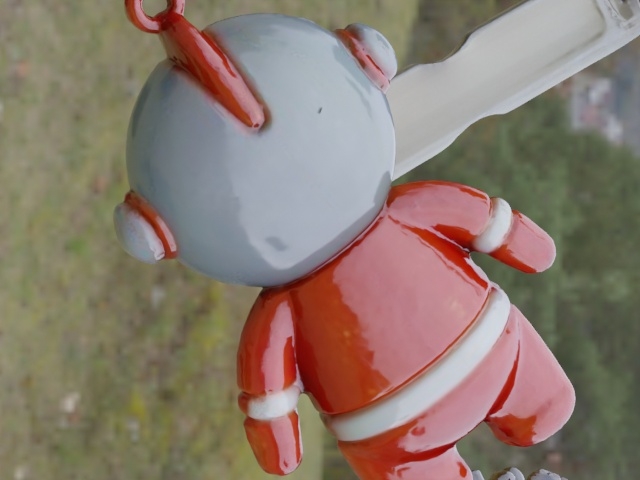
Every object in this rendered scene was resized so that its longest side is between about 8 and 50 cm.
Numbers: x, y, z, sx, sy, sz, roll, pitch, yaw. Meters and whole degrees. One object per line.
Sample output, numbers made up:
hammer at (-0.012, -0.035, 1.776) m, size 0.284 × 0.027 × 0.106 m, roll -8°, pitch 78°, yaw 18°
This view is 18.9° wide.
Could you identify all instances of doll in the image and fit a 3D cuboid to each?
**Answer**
doll at (0.000, 0.000, 1.010) m, size 0.336 × 0.200 × 0.105 m, roll 53°, pitch -5°, yaw -21°

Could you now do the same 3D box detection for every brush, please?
brush at (0.069, -0.088, 1.223) m, size 0.060 × 0.321 × 0.050 m, roll 63°, pitch -18°, yaw -11°

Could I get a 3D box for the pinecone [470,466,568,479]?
pinecone at (0.139, 0.247, 1.349) m, size 0.150 × 0.195 × 0.179 m, roll 67°, pitch 41°, yaw -66°
